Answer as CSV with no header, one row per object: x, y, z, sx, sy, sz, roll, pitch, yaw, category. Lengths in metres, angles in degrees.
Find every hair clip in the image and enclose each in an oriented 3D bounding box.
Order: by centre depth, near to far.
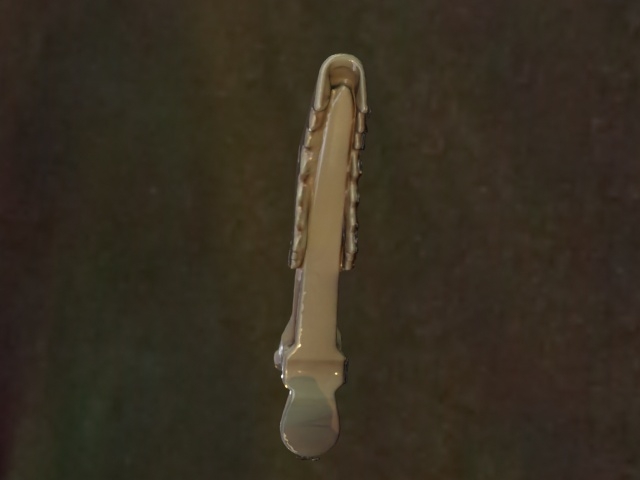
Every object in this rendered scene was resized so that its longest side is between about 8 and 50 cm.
0.000,0.000,0.844,0.072,0.034,0.226,-102,14,-59,hair clip
